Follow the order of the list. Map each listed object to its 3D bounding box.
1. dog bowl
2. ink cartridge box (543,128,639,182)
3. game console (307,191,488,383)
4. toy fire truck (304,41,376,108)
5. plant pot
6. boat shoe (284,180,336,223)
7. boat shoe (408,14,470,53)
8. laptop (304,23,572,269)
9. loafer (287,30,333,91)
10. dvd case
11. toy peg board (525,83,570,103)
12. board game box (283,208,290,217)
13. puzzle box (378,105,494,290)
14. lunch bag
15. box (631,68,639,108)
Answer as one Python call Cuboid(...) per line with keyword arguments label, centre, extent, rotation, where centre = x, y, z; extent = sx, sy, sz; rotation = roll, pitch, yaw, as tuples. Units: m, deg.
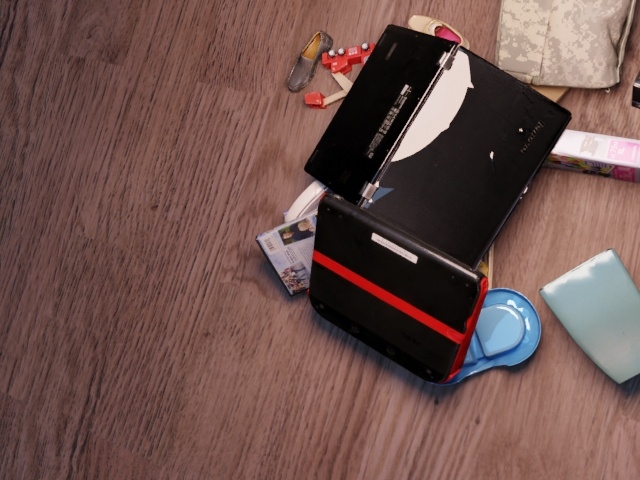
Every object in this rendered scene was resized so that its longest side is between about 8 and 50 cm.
Cuboid(label="dog bowl", centre=(0.337, 0.213, 1.622), extent=(0.297, 0.074, 0.166), rotation=(-22, 75, 17))
Cuboid(label="ink cartridge box", centre=(0.515, -0.187, 1.545), extent=(0.311, 0.186, 0.065), rotation=(16, 91, 23))
Cuboid(label="game console", centre=(0.143, 0.105, 1.535), extent=(0.386, 0.060, 0.342), rotation=(29, 135, 23))
Cuboid(label="toy fire truck", centre=(0.055, -0.407, 1.832), extent=(0.192, 0.047, 0.135), rotation=(-6, 81, 20))
Cuboid(label="plant pot", centre=(0.579, 0.158, 1.493), extent=(0.165, 0.165, 0.234), rotation=(-33, 80, 14))
Cuboid(label="boat shoe", centre=(0.087, -0.100, 1.715), extent=(0.340, 0.127, 0.158), rotation=(-40, 73, -1))
Cuboid(label="boat shoe", centre=(0.278, -0.496, 1.749), extent=(0.170, 0.059, 0.063), rotation=(33, 95, 22))
Cuboid(label="laptop", centre=(0.226, -0.206, 1.567), extent=(0.382, 0.236, 0.408), rotation=(-59, 36, 6))
Cuboid(label="loafer", centre=(-0.036, -0.457, 1.867), extent=(0.062, 0.061, 0.170), rotation=(33, 96, 21))
Cuboid(label="dvd case", centre=(0.000, 0.016, 1.710), extent=(0.253, 0.022, 0.180), rotation=(-23, 117, 12))
Cuboid(label="toy peg board", centre=(0.447, -0.317, 1.632), extent=(0.161, 0.160, 0.079), rotation=(27, 136, 22))
Cuboid(label="board game box", centre=(0.000, 0.000, 1.805), extent=(0.136, 0.035, 0.201), rotation=(-21, 76, 18))
Cuboid(label="puzzle box", centre=(0.254, -0.099, 1.646), extent=(0.272, 0.052, 0.409), rotation=(4, 84, -5))
Cuboid(label="lunch bag", centre=(0.515, -0.469, 1.527), extent=(0.256, 0.212, 0.305), rotation=(16, 127, 21))
Cuboid(label="box", centre=(0.713, -0.365, 1.512), extent=(0.077, 0.147, 0.180), rotation=(26, 94, 23))
